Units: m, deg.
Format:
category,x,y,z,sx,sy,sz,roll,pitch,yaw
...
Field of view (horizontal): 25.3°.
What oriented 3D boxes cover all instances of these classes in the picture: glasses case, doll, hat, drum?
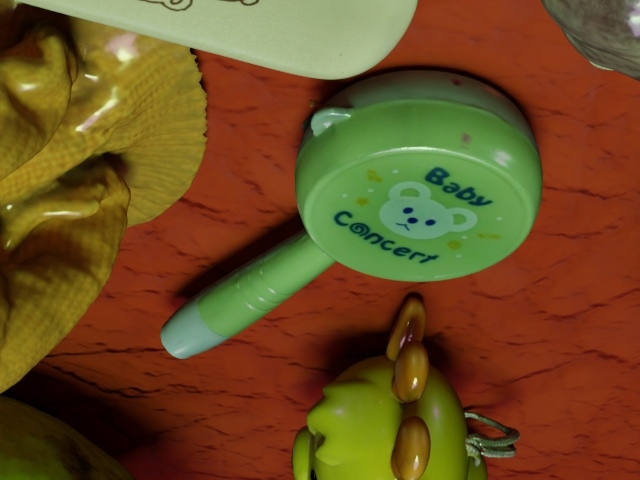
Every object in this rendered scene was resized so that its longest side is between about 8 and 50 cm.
category,x,y,z,sx,sy,sz,roll,pitch,yaw
glasses case,-0.058,-0.118,0.552,0.196,0.050,0.083,13,142,-14
doll,0.050,0.132,0.841,0.135,0.143,0.221,3,153,2
hat,-0.174,0.021,0.600,0.233,0.233,0.244,-6,144,13
drum,0.019,0.006,0.727,0.130,0.049,0.253,16,143,-18

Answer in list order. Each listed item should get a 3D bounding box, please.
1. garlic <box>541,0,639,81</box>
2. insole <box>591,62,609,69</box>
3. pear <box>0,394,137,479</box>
category,x,y,z,sx,sy,sz,roll,pitch,yaw
garlic,0.155,-0.107,0.509,0.159,0.102,0.147,-12,140,21
insole,0.203,-0.102,0.594,0.192,0.010,0.063,-13,142,22
pear,-0.275,0.259,0.842,0.391,0.391,0.391,2,145,1
